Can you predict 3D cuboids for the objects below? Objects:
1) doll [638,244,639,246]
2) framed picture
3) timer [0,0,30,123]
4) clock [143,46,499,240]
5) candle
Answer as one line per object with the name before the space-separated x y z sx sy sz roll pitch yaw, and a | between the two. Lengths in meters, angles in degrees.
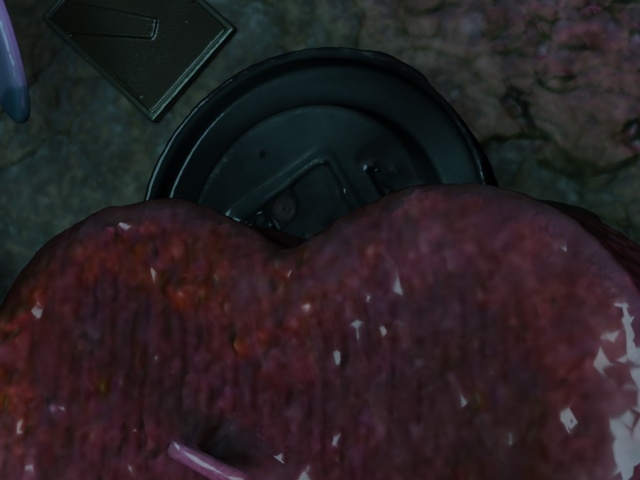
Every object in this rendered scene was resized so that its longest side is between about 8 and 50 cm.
doll | 0.129 0.091 0.769 0.183 0.085 0.217 42 100 31
framed picture | -0.095 -0.113 0.904 0.089 0.007 0.066 42 94 17
timer | -0.202 -0.188 0.889 0.175 0.175 0.255 -35 102 7
clock | 0.000 0.000 0.831 0.185 0.040 0.184 -5 78 23
candle | -0.006 0.115 0.717 0.317 0.131 0.287 1 84 29
